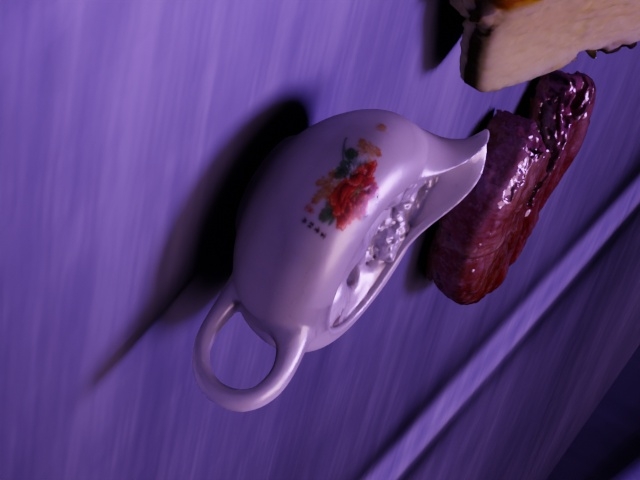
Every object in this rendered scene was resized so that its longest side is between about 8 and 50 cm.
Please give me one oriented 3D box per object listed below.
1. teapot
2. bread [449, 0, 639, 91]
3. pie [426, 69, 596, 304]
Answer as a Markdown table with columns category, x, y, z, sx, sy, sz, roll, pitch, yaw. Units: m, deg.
| category | x | y | z | sx | sy | sz | roll | pitch | yaw |
| --- | --- | --- | --- | --- | --- | --- | --- | --- | --- |
| teapot | 0.000 | 0.000 | 1.003 | 0.226 | 0.092 | 0.145 | -52 | 160 | -21 |
| bread | 0.201 | -0.198 | 1.111 | 0.236 | 0.198 | 0.263 | -47 | 162 | -19 |
| pie | 0.155 | -0.043 | 1.475 | 0.218 | 0.054 | 0.204 | -34 | 150 | -61 |
